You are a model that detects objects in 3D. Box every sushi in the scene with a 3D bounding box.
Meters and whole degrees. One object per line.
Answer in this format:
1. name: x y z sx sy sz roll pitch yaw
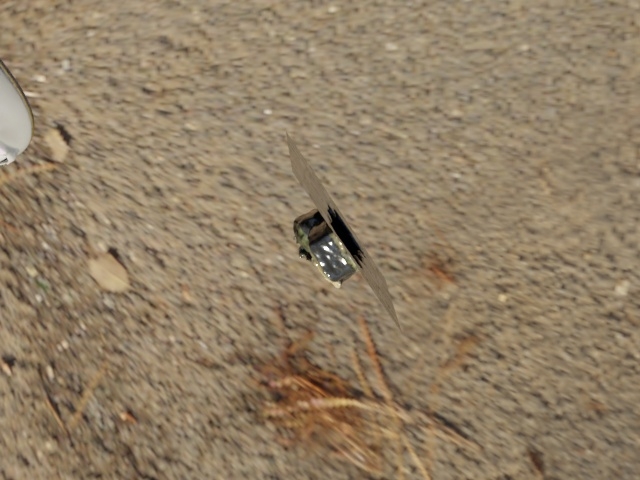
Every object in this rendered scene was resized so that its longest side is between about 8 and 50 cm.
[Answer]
1. sushi: 0.000 0.000 1.533 0.050 0.215 0.192 -33 102 5

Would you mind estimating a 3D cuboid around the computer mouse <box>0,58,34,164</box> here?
1. computer mouse: -0.350 -0.153 1.207 0.310 0.158 0.072 44 54 -49
